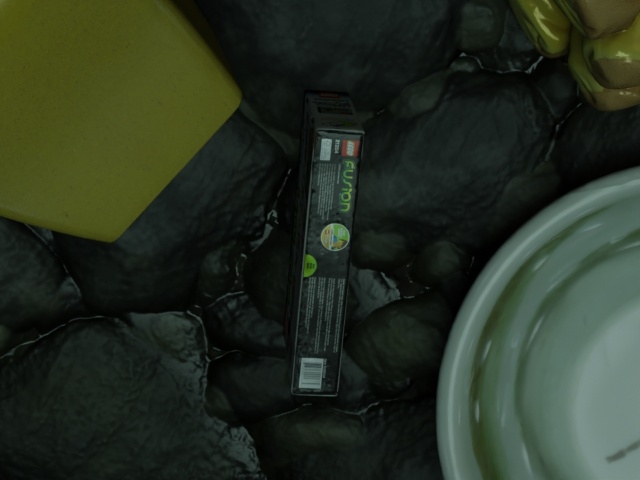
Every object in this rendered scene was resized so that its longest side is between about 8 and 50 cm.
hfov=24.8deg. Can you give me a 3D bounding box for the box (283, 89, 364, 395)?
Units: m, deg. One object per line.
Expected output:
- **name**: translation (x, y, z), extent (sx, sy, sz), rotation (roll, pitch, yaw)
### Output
- **box**: translation (0.000, 0.000, 1.101), extent (0.036, 0.114, 0.207), rotation (3, 111, -6)

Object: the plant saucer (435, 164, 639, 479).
- **plant saucer**: translation (0.293, 0.137, 1.143), extent (0.400, 0.100, 0.400), rotation (0, 92, 11)

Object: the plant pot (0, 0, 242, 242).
- **plant pot**: translation (-0.178, -0.125, 1.004), extent (0.187, 0.212, 0.212), rotation (37, 104, -30)

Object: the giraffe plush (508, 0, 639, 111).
- **giraffe plush**: translation (0.213, -0.224, 1.030), extent (0.170, 0.181, 0.210), rotation (-35, 75, -2)
